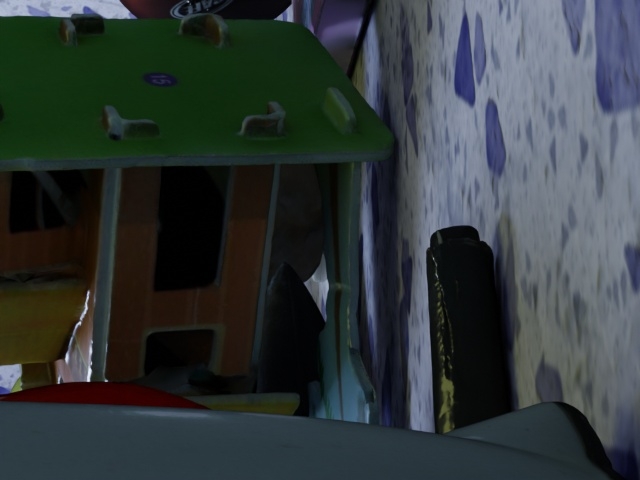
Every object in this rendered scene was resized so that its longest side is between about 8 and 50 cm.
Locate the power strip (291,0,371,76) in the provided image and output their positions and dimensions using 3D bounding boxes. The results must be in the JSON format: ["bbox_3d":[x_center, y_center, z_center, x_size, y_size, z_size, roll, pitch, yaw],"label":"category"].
[{"bbox_3d":[0.006,-0.180,1.212,0.279,0.037,0.109,112,156,-78],"label":"power strip"}]

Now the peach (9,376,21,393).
[{"bbox_3d":[-0.144,0.206,1.717,0.314,0.281,0.316,23,153,47],"label":"peach"}]

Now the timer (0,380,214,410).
[{"bbox_3d":[-0.121,0.261,0.878,0.279,0.378,0.378,-20,64,38],"label":"timer"}]

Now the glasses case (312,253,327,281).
[{"bbox_3d":[0.000,0.000,1.447,0.083,0.021,0.032,93,174,-47],"label":"glasses case"}]

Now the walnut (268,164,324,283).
[{"bbox_3d":[-0.088,-0.030,1.346,0.224,0.224,0.224,179,90,-85],"label":"walnut"}]

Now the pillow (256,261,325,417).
[{"bbox_3d":[-0.026,0.156,1.302,0.250,0.106,0.186,103,162,-54],"label":"pillow"}]

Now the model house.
[{"bbox_3d":[-0.120,0.066,1.062,0.340,0.300,0.324,-122,34,-55],"label":"model house"}]

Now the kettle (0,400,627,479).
[{"bbox_3d":[-0.024,0.149,0.454,0.161,0.236,0.221,128,141,-63],"label":"kettle"}]

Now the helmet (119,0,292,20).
[{"bbox_3d":[-0.095,-0.265,1.466,0.193,0.189,0.216,54,-156,-40],"label":"helmet"}]

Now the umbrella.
[{"bbox_3d":[0.058,0.058,0.692,0.036,0.031,0.133,105,164,-68],"label":"umbrella"}]
